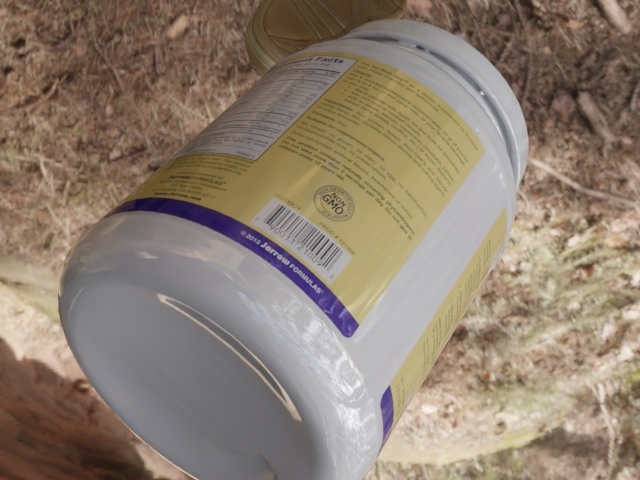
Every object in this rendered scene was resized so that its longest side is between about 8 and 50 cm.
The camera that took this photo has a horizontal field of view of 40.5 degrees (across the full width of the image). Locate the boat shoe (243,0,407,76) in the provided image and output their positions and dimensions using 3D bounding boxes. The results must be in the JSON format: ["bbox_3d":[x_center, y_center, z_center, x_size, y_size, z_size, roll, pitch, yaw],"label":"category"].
[{"bbox_3d":[-0.001,-0.247,1.051,0.110,0.341,0.121,-35,94,37],"label":"boat shoe"}]

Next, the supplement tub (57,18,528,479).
[{"bbox_3d":[0.000,0.000,0.645,0.241,0.331,0.241,22,137,21],"label":"supplement tub"}]
